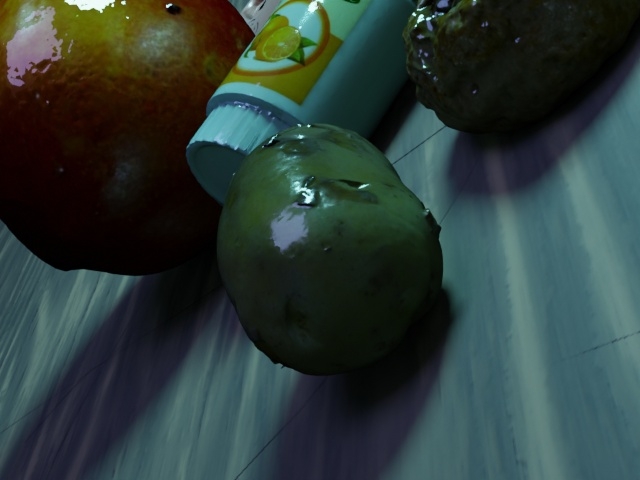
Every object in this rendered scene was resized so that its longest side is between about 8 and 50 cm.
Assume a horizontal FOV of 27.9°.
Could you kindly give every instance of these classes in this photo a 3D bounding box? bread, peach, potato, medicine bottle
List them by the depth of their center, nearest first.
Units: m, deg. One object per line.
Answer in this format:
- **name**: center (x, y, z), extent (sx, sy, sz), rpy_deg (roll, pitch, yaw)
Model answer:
- **potato**: center (0.000, 0.000, 0.982), extent (0.165, 0.165, 0.262), rpy_deg (-45, 25, 11)
- **bread**: center (0.161, -0.193, 1.061), extent (0.230, 0.123, 0.230), rpy_deg (-40, 22, 20)
- **medicine bottle**: center (0.001, -0.170, 1.319), extent (0.158, 0.158, 0.318), rpy_deg (-16, 37, 59)
- **peach**: center (-0.228, -0.131, 1.450), extent (0.388, 0.388, 0.388), rpy_deg (-42, 19, 19)

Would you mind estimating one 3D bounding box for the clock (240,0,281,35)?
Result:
- **clock**: center (-0.046, -0.286, 1.696), extent (0.241, 0.142, 0.227), rpy_deg (-49, 18, 12)
